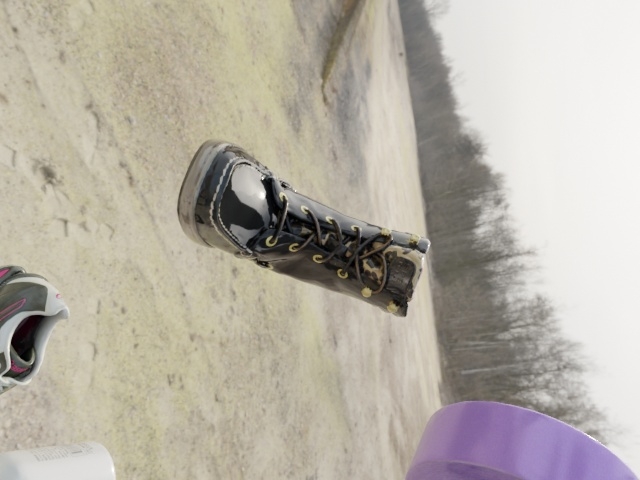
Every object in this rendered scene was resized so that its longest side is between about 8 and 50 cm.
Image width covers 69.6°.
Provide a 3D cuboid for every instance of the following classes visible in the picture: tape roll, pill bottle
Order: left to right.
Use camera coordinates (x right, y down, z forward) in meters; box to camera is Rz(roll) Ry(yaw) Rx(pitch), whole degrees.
[{"bbox_3d":[-0.434,0.374,0.669,0.229,0.131,0.131,31,51,-59],"label":"pill bottle"},{"bbox_3d":[0.250,0.332,0.581,0.090,0.274,0.275,-50,133,-42],"label":"tape roll"}]

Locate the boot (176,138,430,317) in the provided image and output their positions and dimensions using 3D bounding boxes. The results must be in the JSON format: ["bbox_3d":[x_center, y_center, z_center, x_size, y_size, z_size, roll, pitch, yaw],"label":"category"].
[{"bbox_3d":[0.000,0.000,0.626,0.377,0.283,0.138,62,48,-73],"label":"boot"}]

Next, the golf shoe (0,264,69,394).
[{"bbox_3d":[-0.437,0.165,0.583,0.273,0.120,0.105,-62,156,-13],"label":"golf shoe"}]
